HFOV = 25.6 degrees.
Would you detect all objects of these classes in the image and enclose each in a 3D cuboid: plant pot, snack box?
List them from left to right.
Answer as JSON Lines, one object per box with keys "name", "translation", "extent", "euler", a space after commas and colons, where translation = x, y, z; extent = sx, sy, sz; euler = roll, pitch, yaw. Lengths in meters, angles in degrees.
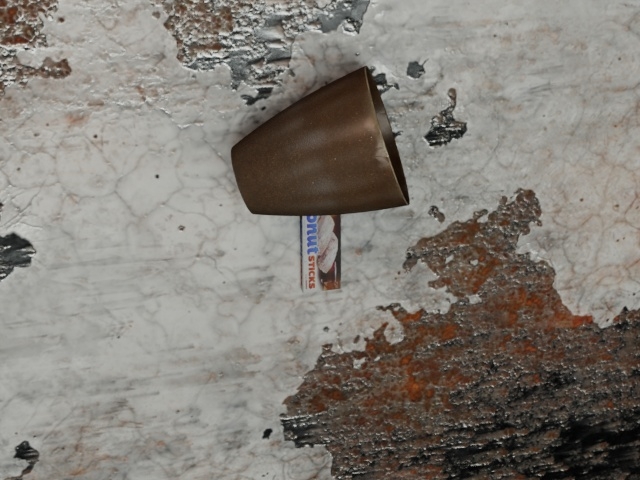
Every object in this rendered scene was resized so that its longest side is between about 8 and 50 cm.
{"name": "plant pot", "translation": [-0.009, -0.123, 2.095], "extent": [0.230, 0.215, 0.215], "euler": [-16, 121, 8]}
{"name": "snack box", "translation": [0.000, 0.000, 2.249], "extent": [0.064, 0.022, 0.178], "euler": [-7, 119, -12]}
